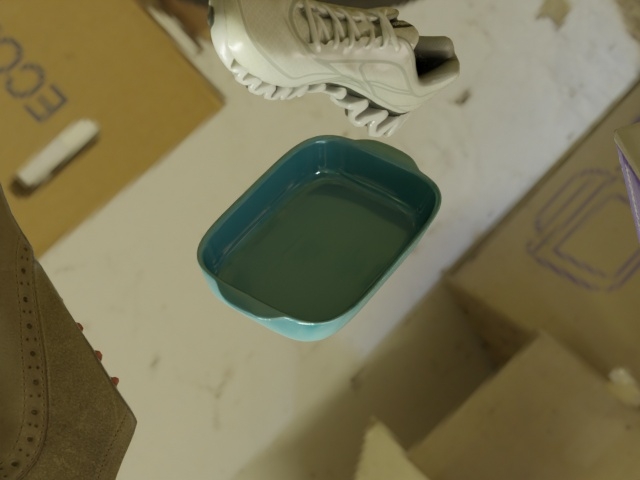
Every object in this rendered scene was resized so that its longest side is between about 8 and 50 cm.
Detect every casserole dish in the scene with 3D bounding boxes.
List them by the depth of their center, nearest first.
[{"bbox_3d":[0.000,0.000,0.960,0.114,0.188,0.037,27,138,19],"label":"casserole dish"}]

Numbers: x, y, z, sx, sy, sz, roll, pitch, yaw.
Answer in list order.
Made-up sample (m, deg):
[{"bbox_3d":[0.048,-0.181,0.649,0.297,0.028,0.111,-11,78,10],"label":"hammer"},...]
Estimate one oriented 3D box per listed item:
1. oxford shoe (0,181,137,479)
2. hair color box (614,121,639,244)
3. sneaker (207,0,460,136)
[{"bbox_3d":[-0.153,0.056,0.651,0.130,0.348,0.123,5,158,-32],"label":"oxford shoe"},{"bbox_3d":[0.233,0.033,0.513,0.339,0.185,0.110,-91,-16,-69],"label":"hair color box"},{"bbox_3d":[0.015,-0.184,1.371,0.292,0.118,0.110,12,-117,-48],"label":"sneaker"}]
